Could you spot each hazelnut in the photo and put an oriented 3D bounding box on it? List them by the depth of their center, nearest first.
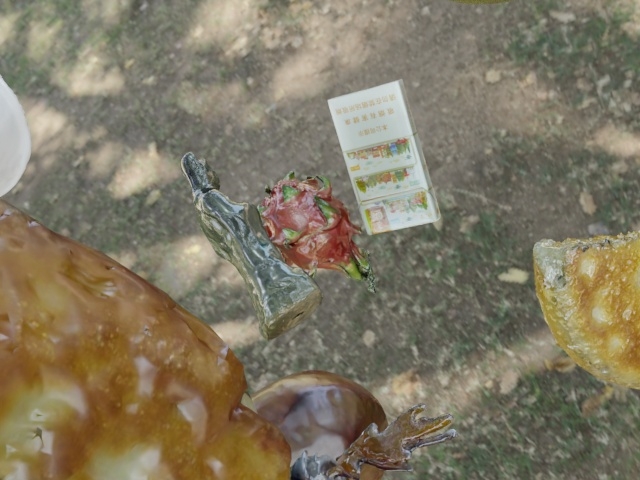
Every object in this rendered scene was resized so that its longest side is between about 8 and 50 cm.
[{"bbox_3d":[-0.023,0.229,1.001,0.178,0.204,0.178,20,115,51],"label":"hazelnut"}]

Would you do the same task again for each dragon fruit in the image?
[{"bbox_3d":[-0.002,0.002,1.355,0.137,0.236,0.135,-37,11,-11],"label":"dragon fruit"}]

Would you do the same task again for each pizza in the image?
[{"bbox_3d":[0.404,0.073,1.142,0.226,0.335,0.086,-55,26,-3],"label":"pizza"}]

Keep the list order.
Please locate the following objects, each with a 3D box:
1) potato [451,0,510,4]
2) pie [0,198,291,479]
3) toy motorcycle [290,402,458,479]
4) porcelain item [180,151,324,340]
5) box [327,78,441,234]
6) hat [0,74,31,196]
[{"bbox_3d":[0.235,-0.430,1.197,0.307,0.210,0.173,-12,31,-6],"label":"potato"},{"bbox_3d":[-0.154,0.120,0.308,0.085,0.308,0.308,14,69,49],"label":"pie"},{"bbox_3d":[-0.101,0.193,0.583,0.401,0.134,0.207,-37,23,25],"label":"toy motorcycle"},{"bbox_3d":[-0.085,-0.002,0.912,0.069,0.081,0.215,-30,71,-20],"label":"porcelain item"},{"bbox_3d":[0.097,-0.124,1.336,0.122,0.220,0.032,-12,14,25],"label":"box"},{"bbox_3d":[-0.373,-0.074,0.777,0.203,0.203,0.126,-21,31,17],"label":"hat"}]
